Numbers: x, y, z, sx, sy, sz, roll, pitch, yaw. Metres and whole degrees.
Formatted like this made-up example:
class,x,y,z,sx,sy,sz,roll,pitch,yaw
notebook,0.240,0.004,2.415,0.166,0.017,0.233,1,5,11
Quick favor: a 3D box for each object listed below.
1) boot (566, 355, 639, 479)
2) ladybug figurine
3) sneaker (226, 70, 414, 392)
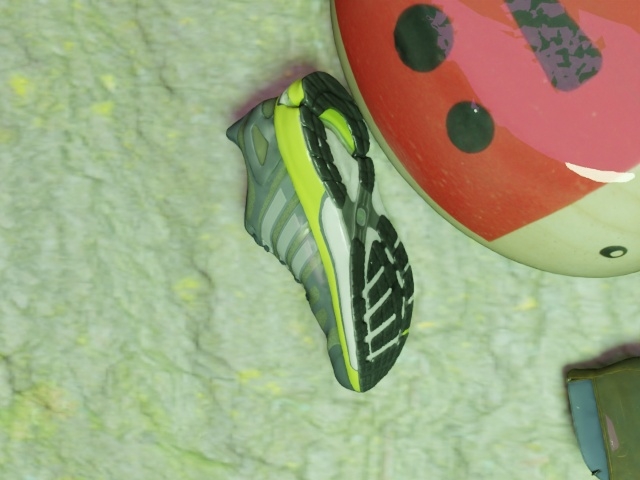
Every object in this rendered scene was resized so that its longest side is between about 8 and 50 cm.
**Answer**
class,x,y,z,sx,sy,sz,roll,pitch,yaw
boot,0.296,0.209,0.692,0.106,0.082,0.219,-7,95,31
ladybug figurine,0.174,-0.168,0.640,0.305,0.162,0.449,-38,86,9
sneaker,0.000,0.000,0.712,0.121,0.111,0.299,-7,100,40
